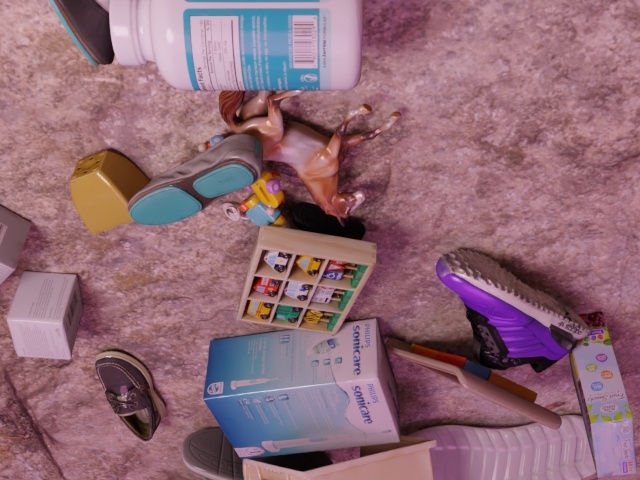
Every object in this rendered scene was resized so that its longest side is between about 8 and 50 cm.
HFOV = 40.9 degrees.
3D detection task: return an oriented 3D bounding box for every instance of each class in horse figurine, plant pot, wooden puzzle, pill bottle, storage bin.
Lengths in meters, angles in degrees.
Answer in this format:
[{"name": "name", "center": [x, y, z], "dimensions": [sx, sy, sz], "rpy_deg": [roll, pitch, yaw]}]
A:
[{"name": "horse figurine", "center": [-0.027, -0.138, 1.093], "dimensions": [0.263, 0.066, 0.174], "rpy_deg": [25, 131, -23]}, {"name": "plant pot", "center": [-0.291, -0.073, 1.162], "dimensions": [0.082, 0.081, 0.083], "rpy_deg": [-16, 129, 17]}, {"name": "wooden puzzle", "center": [0.247, 0.223, 1.396], "dimensions": [0.221, 0.044, 0.239], "rpy_deg": [27, 175, -25]}, {"name": "pill bottle", "center": [-0.087, -0.236, 0.932], "dimensions": [0.264, 0.146, 0.146], "rpy_deg": [1, 137, 1]}, {"name": "storage bin", "center": [0.032, 0.429, 1.525], "dimensions": [0.262, 0.123, 0.260], "rpy_deg": [-6, 176, -30]}]

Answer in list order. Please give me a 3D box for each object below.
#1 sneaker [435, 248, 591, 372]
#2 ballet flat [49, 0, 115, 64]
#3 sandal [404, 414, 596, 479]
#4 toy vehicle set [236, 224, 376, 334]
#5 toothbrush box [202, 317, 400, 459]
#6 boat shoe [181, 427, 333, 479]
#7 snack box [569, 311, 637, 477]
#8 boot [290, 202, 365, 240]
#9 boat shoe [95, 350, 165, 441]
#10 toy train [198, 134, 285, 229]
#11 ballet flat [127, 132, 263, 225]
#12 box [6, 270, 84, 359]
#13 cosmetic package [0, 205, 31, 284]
[{"name": "sneaker", "center": [0.273, 0.128, 1.317], "dimensions": [0.293, 0.102, 0.146], "rpy_deg": [28, 111, -25]}, {"name": "ballet flat", "center": [-0.275, -0.309, 0.902], "dimensions": [0.096, 0.095, 0.280], "rpy_deg": [-26, 132, 10]}, {"name": "sandal", "center": [0.338, 0.429, 1.659], "dimensions": [0.417, 0.169, 0.102], "rpy_deg": [-7, 176, 8]}, {"name": "toy vehicle set", "center": [-0.028, 0.066, 1.286], "dimensions": [0.166, 0.035, 0.267], "rpy_deg": [9, 151, -8]}, {"name": "toothbrush box", "center": [-0.025, 0.260, 1.472], "dimensions": [0.296, 0.126, 0.216], "rpy_deg": [-9, 137, 12]}, {"name": "boat shoe", "center": [-0.128, 0.454, 1.694], "dimensions": [0.321, 0.118, 0.103], "rpy_deg": [15, 131, -24]}, {"name": "snack box", "center": [0.456, 0.252, 1.398], "dimensions": [0.070, 0.207, 0.174], "rpy_deg": [-11, 136, 13]}, {"name": "boot", "center": [0.000, -0.001, 1.260], "dimensions": [0.121, 0.045, 0.099], "rpy_deg": [17, 140, -14]}, {"name": "boat shoe", "center": [-0.341, 0.284, 1.543], "dimensions": [0.080, 0.073, 0.223], "rpy_deg": [-9, 136, 10]}, {"name": "toy train", "center": [-0.097, -0.080, 1.172], "dimensions": [0.125, 0.046, 0.166], "rpy_deg": [27, 152, 21]}, {"name": "ballet flat", "center": [-0.158, -0.078, 1.098], "dimensions": [0.213, 0.068, 0.072], "rpy_deg": [-20, 136, 31]}, {"name": "box", "center": [-0.430, 0.118, 1.348], "dimensions": [0.087, 0.101, 0.102], "rpy_deg": [4, 137, -3]}, {"name": "cosmetic package", "center": [-0.548, 0.038, 1.268], "dimensions": [0.127, 0.107, 0.238], "rpy_deg": [34, 131, -30]}]
